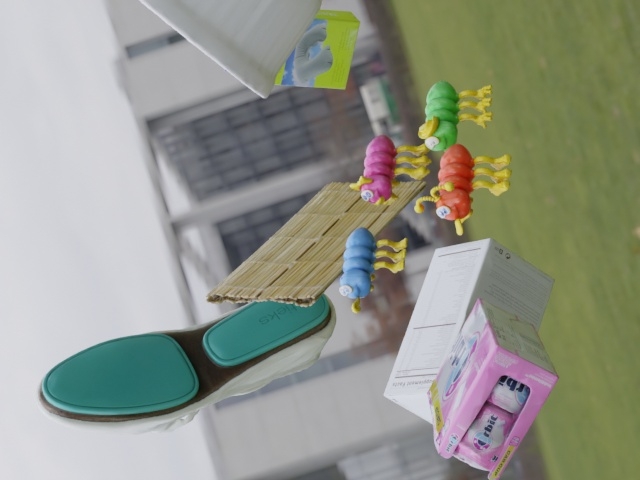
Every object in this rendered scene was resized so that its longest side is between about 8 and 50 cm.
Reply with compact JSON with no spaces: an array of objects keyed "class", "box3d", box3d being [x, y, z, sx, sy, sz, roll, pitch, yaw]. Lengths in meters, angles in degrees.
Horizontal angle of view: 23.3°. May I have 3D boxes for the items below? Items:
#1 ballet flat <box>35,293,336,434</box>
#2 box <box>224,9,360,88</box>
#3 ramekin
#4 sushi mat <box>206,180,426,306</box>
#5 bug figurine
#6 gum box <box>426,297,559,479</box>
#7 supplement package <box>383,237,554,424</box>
[{"class":"ballet flat","box3d":[-0.161,0.174,1.968,0.139,0.400,0.139,53,154,40]},{"class":"box","box3d":[-0.040,-0.276,2.210,0.042,0.178,0.109,-125,42,-54]},{"class":"ramekin","box3d":[-0.130,-0.297,1.744,0.277,0.135,0.277,38,-176,-3]},{"class":"sushi mat","box3d":[0.000,0.000,1.905,0.316,0.151,0.019,-44,-52,-49]},{"class":"bug figurine","box3d":[0.097,-0.056,1.680,0.072,0.279,0.216,23,-128,-22]},{"class":"gum box","box3d":[0.150,0.130,1.378,0.062,0.107,0.188,27,-170,-4]},{"class":"supplement package","box3d":[0.214,0.140,2.230,0.134,0.139,0.244,31,-112,-25]}]
